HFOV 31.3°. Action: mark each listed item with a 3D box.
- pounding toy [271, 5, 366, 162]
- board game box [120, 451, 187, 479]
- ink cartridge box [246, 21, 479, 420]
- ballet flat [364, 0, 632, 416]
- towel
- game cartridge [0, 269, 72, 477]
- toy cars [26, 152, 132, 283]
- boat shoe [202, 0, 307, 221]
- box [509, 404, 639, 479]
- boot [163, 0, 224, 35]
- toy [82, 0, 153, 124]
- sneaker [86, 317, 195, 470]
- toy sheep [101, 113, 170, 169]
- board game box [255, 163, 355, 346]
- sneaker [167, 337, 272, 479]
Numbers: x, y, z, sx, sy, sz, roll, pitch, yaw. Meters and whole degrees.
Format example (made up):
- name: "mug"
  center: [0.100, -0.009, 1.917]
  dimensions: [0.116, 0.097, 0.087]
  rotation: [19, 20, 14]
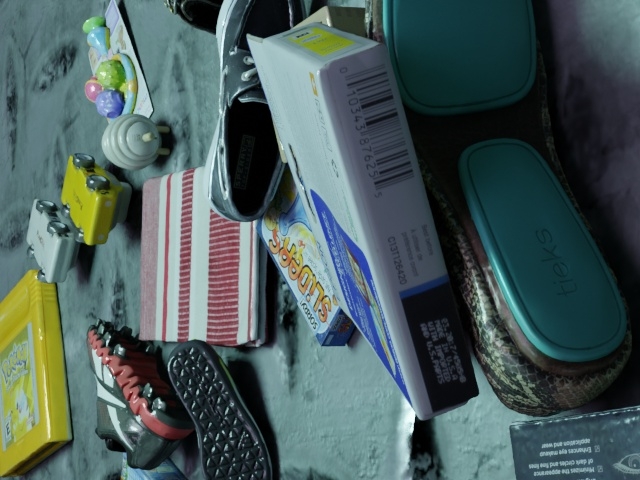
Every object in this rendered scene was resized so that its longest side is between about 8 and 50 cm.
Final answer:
- name: "pounding toy"
  center: [0.043, -0.130, 1.168]
  dimensions: [0.181, 0.094, 0.206]
  rotation: [-23, 77, 50]
- name: "board game box"
  center: [-0.212, 0.399, 1.555]
  dimensions: [0.194, 0.060, 0.194]
  rotation: [8, 95, 58]
- name: "ink cartridge box"
  center: [0.032, -0.038, 1.013]
  dimensions: [0.307, 0.072, 0.304]
  rotation: [-123, 14, -71]
- name: "ballet flat"
  center: [0.125, -0.074, 0.991]
  dimensions: [0.182, 0.164, 0.483]
  rotation: [119, 140, -63]
- name: "towel"
  center: [-0.156, 0.020, 1.515]
  dimensions: [0.329, 0.037, 0.237]
  rotation: [-4, 84, 56]
- name: "game cartridge"
  center: [-0.536, 0.242, 2.078]
  dimensions: [0.285, 0.052, 0.324]
  rotation: [-37, 59, 50]
- name: "toy cars"
  center: [-0.385, -0.029, 1.835]
  dimensions: [0.393, 0.087, 0.177]
  rotation: [-32, 57, 56]
- name: "boat shoe"
  center: [-0.070, -0.168, 1.289]
  dimensions: [0.102, 0.108, 0.301]
  rotation: [-160, 82, -72]
- name: "box"
  center: [0.232, 0.203, 0.844]
  dimensions: [0.156, 0.093, 0.158]
  rotation: [-23, 68, 54]
- name: "boot"
  center: [-0.196, -0.335, 1.411]
  dimensions: [0.091, 0.263, 0.229]
  rotation: [-62, 33, 20]
- name: "toy"
  center: [-0.336, -0.253, 1.790]
  dimensions: [0.137, 0.056, 0.237]
  rotation: [-52, 47, 44]
- name: "sneaker"
  center: [-0.274, 0.218, 1.604]
  dimensions: [0.276, 0.097, 0.135]
  rotation: [44, 110, 45]
- name: "toy sheep"
  center: [-0.268, -0.143, 1.649]
  dimensions: [0.132, 0.091, 0.091]
  rotation: [-14, 76, 56]
- name: "board game box"
  center: [0.000, 0.000, 1.271]
  dimensions: [0.201, 0.035, 0.136]
  rotation: [58, 134, 41]
- name: "sneaker"
  center: [-0.115, 0.226, 1.419]
  dimensions: [0.097, 0.084, 0.235]
  rotation: [48, -160, -76]
